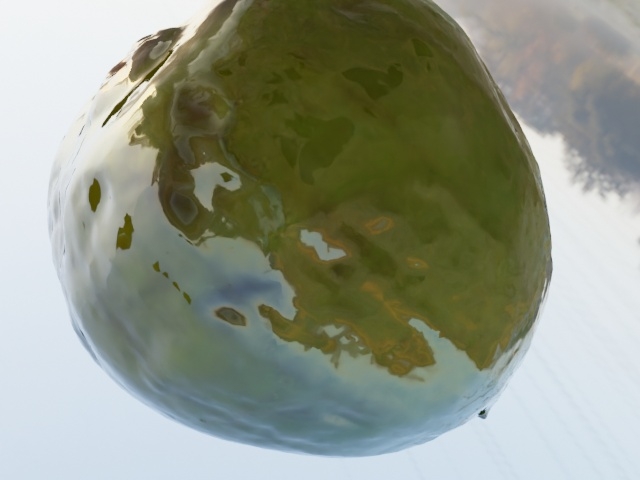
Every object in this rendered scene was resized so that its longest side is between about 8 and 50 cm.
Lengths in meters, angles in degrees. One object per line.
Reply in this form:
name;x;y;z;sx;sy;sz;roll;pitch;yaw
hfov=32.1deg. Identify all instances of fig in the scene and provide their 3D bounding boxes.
fig;-0.002;-0.009;0.750;0.343;0.343;0.343;33;-164;-11
